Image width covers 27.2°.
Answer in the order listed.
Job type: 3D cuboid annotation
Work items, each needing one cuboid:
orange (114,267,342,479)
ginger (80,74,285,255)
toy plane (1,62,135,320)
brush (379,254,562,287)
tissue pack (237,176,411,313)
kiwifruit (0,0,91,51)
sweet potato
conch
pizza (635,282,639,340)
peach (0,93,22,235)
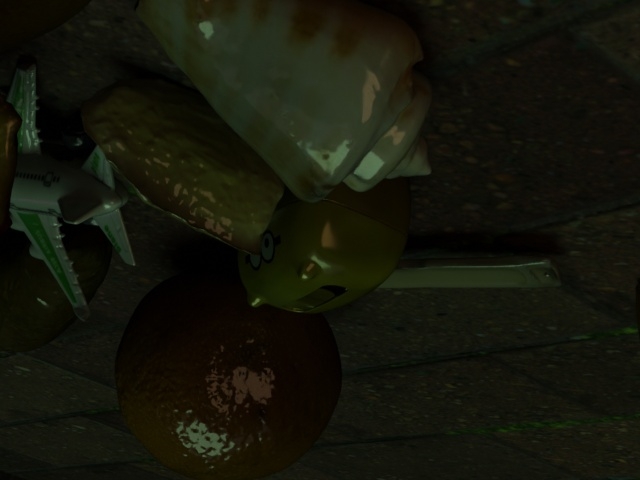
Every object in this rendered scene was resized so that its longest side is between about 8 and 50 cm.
[{"bbox_3d":[-0.103,0.147,1.482,0.264,0.264,0.264,11,158,4],"label":"orange"},{"bbox_3d":[-0.131,-0.072,1.151,0.193,0.115,0.122,34,165,-23],"label":"ginger"},{"bbox_3d":[-0.262,-0.056,1.232,0.255,0.101,0.251,15,124,39],"label":"toy plane"},{"bbox_3d":[0.083,0.022,1.331,0.321,0.050,0.060,-1,152,26],"label":"brush"},{"bbox_3d":[0.000,0.000,1.216,0.123,0.127,0.178,19,158,-22],"label":"tissue pack"},{"bbox_3d":[-0.210,-0.201,0.765,0.196,0.196,0.234,24,162,-25],"label":"kiwifruit"},{"bbox_3d":[-0.309,0.042,1.483,0.130,0.131,0.422,22,155,-22],"label":"sweet potato"},{"bbox_3d":[-0.023,-0.106,0.971,0.255,0.127,0.158,20,157,-16],"label":"conch"},{"bbox_3d":[0.391,0.149,1.283,0.188,0.204,0.080,12,148,-15],"label":"pizza"},{"bbox_3d":[-0.404,-0.084,1.039,0.338,0.281,0.281,17,159,7],"label":"peach"}]
